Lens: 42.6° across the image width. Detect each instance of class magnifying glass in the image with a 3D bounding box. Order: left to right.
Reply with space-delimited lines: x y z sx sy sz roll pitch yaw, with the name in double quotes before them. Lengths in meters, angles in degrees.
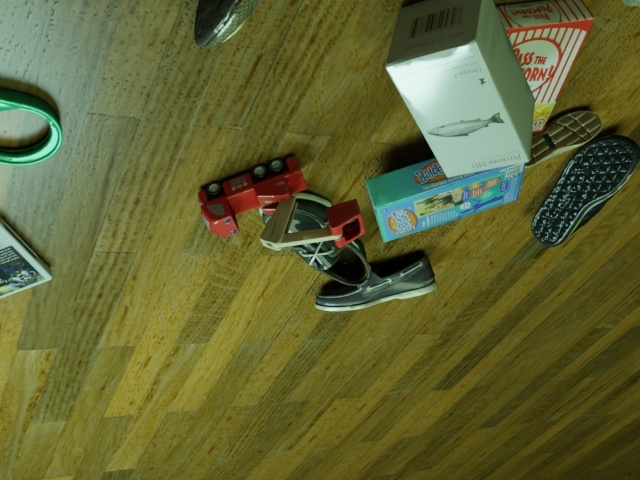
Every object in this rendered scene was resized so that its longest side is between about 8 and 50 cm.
"magnifying glass" -0.358 -0.143 0.829 0.092 0.026 0.231 -30 148 15

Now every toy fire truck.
"toy fire truck" -0.052 -0.035 1.041 0.192 0.135 0.047 -20 147 0

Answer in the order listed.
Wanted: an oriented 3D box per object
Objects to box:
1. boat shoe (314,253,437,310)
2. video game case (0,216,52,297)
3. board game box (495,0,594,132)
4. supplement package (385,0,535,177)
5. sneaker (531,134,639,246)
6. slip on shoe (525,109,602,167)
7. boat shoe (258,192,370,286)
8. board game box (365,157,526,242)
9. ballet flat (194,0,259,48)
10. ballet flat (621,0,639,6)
"boat shoe" 0.087 0.068 1.355 0.206 0.075 0.064 -11 103 -4
"video game case" -0.464 0.034 1.029 0.190 0.022 0.173 -21 147 0
"board game box" 0.236 -0.208 1.027 0.147 0.045 0.193 -11 146 -14
"supplement package" 0.162 -0.174 0.918 0.105 0.105 0.179 -10 137 29
"sneaker" 0.420 -0.084 1.299 0.097 0.084 0.234 -23 158 -44
"slip on shoe" 0.336 -0.145 1.179 0.135 0.051 0.041 -31 -174 2
"boat shoe" 0.000 0.000 1.176 0.084 0.079 0.233 -31 144 19
"board game box" 0.176 -0.070 1.151 0.210 0.047 0.160 -18 161 3
"ballet flat" -0.042 -0.275 0.758 0.058 0.084 0.250 13 129 -38
"ballet flat" 0.490 -0.291 0.877 0.349 0.123 0.123 5 149 13
